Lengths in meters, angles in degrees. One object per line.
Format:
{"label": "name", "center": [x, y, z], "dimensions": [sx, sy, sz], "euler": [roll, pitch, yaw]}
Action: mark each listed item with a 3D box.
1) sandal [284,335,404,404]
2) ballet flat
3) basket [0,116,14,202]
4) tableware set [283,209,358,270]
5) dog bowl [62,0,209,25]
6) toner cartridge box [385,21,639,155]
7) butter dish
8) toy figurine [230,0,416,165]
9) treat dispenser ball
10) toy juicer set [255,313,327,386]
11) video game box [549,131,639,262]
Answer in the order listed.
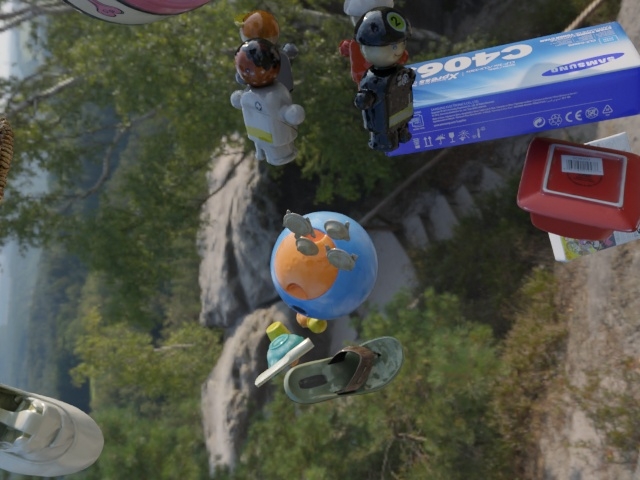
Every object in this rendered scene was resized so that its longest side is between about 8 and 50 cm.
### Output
{"label": "sandal", "center": [0.064, 0.304, 1.471], "dimensions": [0.086, 0.302, 0.120], "euler": [105, 145, -58]}
{"label": "ballet flat", "center": [-0.545, 0.299, 1.066], "dimensions": [0.139, 0.400, 0.139], "euler": [-43, 28, 30]}
{"label": "basket", "center": [-0.522, -0.026, 0.735], "dimensions": [0.223, 0.299, 0.214], "euler": [-41, -52, -65]}
{"label": "tableware set", "center": [0.000, 0.000, 1.306], "dimensions": [0.141, 0.168, 0.020], "euler": [82, -149, -48]}
{"label": "dog bowl", "center": [-0.258, -0.529, 0.941], "dimensions": [0.150, 0.408, 0.408], "euler": [21, 108, 38]}
{"label": "toner cartridge box", "center": [0.262, -0.219, 0.917], "dimensions": [0.165, 0.347, 0.075], "euler": [-76, -27, -51]}
{"label": "butter dish", "center": [0.366, -0.055, 0.908], "dimensions": [0.118, 0.160, 0.160], "euler": [83, -154, -50]}
{"label": "toy figurine", "center": [0.001, -0.198, 0.723], "dimensions": [0.213, 0.209, 0.148], "euler": [-91, -6, -55]}
{"label": "treat dispenser ball", "center": [0.011, 0.067, 1.688], "dimensions": [0.288, 0.288, 0.288], "euler": [-177, 90, -65]}
{"label": "toy juicer set", "center": [-0.065, 0.303, 1.797], "dimensions": [0.089, 0.209, 0.329], "euler": [57, -169, -14]}
{"label": "video game box", "center": [0.511, -0.081, 1.195], "dimensions": [0.048, 0.187, 0.205], "euler": [173, 82, -79]}
